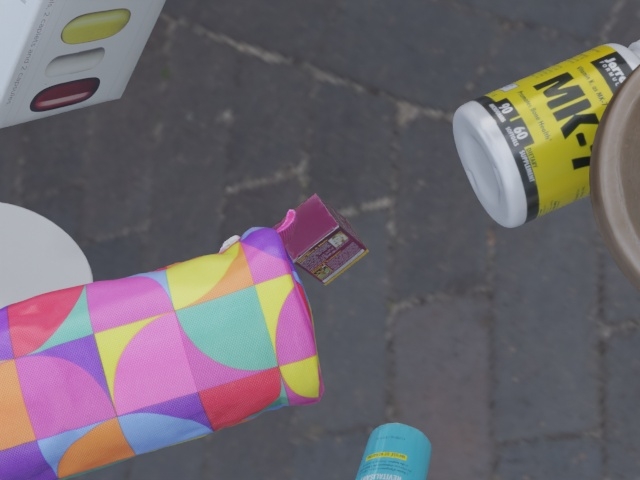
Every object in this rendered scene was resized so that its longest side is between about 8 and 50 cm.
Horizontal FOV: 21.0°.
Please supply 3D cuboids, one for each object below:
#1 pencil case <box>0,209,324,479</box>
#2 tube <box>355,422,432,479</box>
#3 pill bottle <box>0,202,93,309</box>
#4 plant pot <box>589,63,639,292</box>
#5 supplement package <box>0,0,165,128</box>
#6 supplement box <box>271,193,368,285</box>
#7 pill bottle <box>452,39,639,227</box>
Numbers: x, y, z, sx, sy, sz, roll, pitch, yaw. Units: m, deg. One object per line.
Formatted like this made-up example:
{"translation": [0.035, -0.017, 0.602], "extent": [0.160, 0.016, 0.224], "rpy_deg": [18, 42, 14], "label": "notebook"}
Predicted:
{"translation": [-0.111, 0.065, 0.877], "extent": [0.236, 0.104, 0.104], "rpy_deg": [-17, 54, -4], "label": "pencil case"}
{"translation": [0.042, 0.231, 1.327], "extent": [0.080, 0.052, 0.207], "rpy_deg": [-8, 37, 23], "label": "tube"}
{"translation": [-0.391, 0.143, 1.863], "extent": [0.363, 0.210, 0.210], "rpy_deg": [-56, 42, 34], "label": "pill bottle"}
{"translation": [0.353, -0.057, 1.309], "extent": [0.263, 0.229, 0.263], "rpy_deg": [0, 86, -1], "label": "plant pot"}
{"translation": [-0.205, -0.246, 1.207], "extent": [0.204, 0.145, 0.262], "rpy_deg": [41, 124, 19], "label": "supplement package"}
{"translation": [0.000, 0.000, 1.574], "extent": [0.055, 0.083, 0.043], "rpy_deg": [-37, 64, 6], "label": "supplement box"}
{"translation": [0.234, -0.103, 1.531], "extent": [0.208, 0.119, 0.119], "rpy_deg": [-24, 49, -10], "label": "pill bottle"}
